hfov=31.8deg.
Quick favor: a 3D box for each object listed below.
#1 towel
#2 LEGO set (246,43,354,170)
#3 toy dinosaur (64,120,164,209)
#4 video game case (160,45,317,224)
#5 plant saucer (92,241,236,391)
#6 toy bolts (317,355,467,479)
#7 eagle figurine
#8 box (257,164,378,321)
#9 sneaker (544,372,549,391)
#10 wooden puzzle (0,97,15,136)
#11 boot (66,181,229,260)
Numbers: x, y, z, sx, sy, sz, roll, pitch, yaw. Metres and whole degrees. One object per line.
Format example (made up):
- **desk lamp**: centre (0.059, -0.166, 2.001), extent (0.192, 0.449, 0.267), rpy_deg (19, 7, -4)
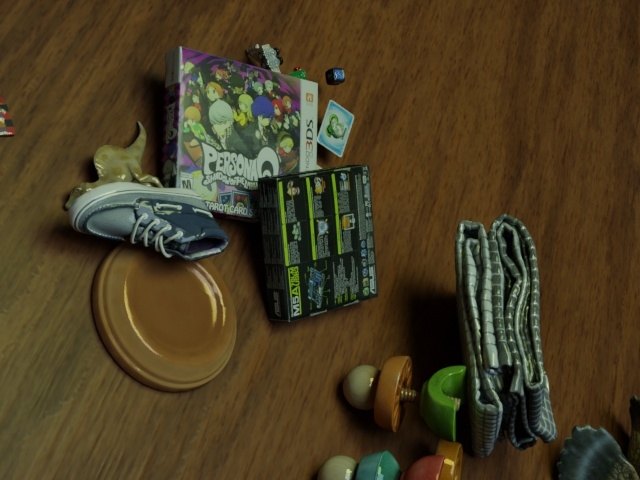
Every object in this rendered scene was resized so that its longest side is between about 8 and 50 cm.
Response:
- **towel**: centre (0.259, 0.139, 1.573), extent (0.235, 0.121, 0.283), rpy_deg (75, 10, -60)
- **LEGO set**: centre (-0.045, -0.169, 1.612), extent (0.182, 0.060, 0.244), rpy_deg (32, 61, -28)
- **toy dinosaur**: centre (-0.233, -0.083, 1.370), extent (0.092, 0.053, 0.183), rpy_deg (47, 44, -12)
- **video game case**: centre (-0.103, -0.130, 1.489), extent (0.232, 0.042, 0.210), rpy_deg (10, 77, -39)
- **plant saucer**: centre (-0.178, 0.081, 1.346), extent (0.200, 0.037, 0.200), rpy_deg (21, 55, -34)
- **toy bolts**: centre (0.092, 0.285, 1.459), extent (0.228, 0.158, 0.218), rpy_deg (-62, 154, -53)
- **eagle figurine**: centre (0.519, 0.410, 1.753), extent (0.298, 0.225, 0.226), rpy_deg (44, -8, 25)
- **box**: centre (0.000, 0.000, 1.504), extent (0.184, 0.045, 0.190), rpy_deg (-13, 101, -44)
- **sneaker**: centre (0.308, 0.202, 1.739), extent (0.065, 0.061, 0.158), rpy_deg (-2, 66, -15)
- **wooden puzzle**: centre (-0.382, -0.144, 1.295), extent (0.049, 0.006, 0.083), rpy_deg (-8, 75, -45)
- **boot**: centre (-0.195, -0.018, 1.307), extent (0.190, 0.069, 0.086), rpy_deg (-7, 44, -44)
